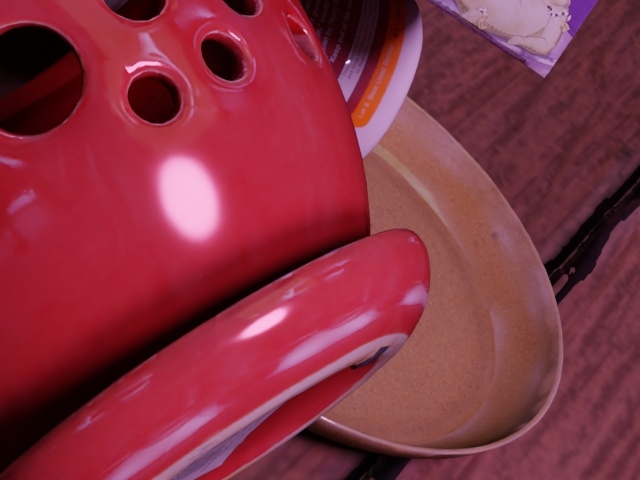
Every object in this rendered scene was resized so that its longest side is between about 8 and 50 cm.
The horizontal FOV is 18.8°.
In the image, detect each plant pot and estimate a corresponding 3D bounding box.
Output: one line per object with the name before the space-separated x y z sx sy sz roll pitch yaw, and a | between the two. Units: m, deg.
plant pot | -0.069 -0.005 0.624 0.174 0.191 0.191 55 36 8
plant pot | 0.000 0.000 0.820 0.236 0.032 0.236 27 36 -22

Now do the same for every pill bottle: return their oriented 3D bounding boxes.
pill bottle | -0.042 -0.091 0.774 0.152 0.086 0.086 24 38 -25

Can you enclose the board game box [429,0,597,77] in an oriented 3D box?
board game box | -0.036 -0.177 0.791 0.208 0.056 0.347 35 6 -25
